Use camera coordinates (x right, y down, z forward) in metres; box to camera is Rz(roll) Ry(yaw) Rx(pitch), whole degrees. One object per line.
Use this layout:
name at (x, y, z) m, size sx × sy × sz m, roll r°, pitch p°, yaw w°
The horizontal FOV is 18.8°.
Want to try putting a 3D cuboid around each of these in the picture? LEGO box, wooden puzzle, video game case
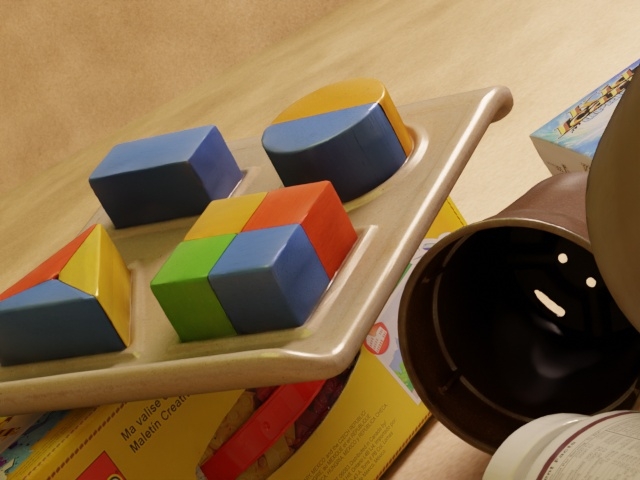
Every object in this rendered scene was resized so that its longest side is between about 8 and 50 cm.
LEGO box at (-0.144, 0.157, 1.440) m, size 0.372 × 0.193 × 0.500 m, roll -20°, pitch 19°, yaw 46°
wooden puzzle at (-0.071, -0.010, 1.286) m, size 0.322 × 0.080 × 0.348 m, roll -10°, pitch 27°, yaw 34°
video game case at (0.330, -0.129, 1.621) m, size 0.269 × 0.061 × 0.244 m, roll -35°, pitch 13°, yaw -4°

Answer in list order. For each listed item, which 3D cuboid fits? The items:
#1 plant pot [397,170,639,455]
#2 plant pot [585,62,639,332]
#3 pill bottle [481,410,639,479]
plant pot at (0.156, 0.036, 1.265) m, size 0.167 × 0.167 × 0.165 m, roll -26°, pitch 9°, yaw 30°
plant pot at (0.291, -0.051, 1.020) m, size 0.323 × 0.323 × 0.280 m, roll -42°, pitch -1°, yaw -30°
pill bottle at (0.166, 0.145, 0.920) m, size 0.121 × 0.121 × 0.221 m, roll -38°, pitch 14°, yaw -15°
